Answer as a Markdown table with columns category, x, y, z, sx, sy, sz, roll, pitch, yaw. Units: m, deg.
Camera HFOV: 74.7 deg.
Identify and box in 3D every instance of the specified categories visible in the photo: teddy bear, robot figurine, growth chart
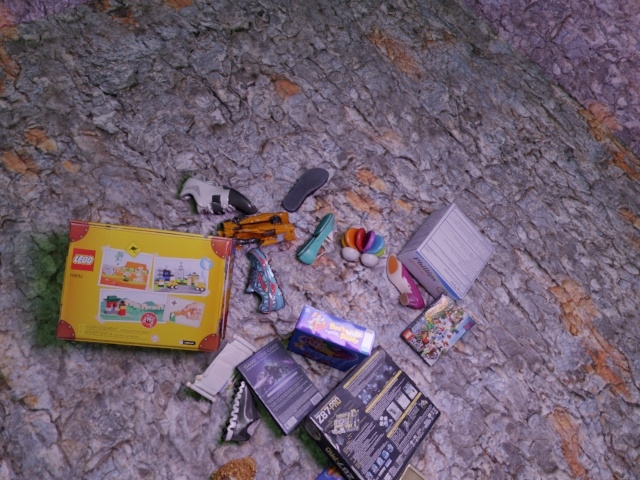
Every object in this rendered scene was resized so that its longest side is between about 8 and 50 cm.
| category | x | y | z | sx | sy | sz | roll | pitch | yaw |
| --- | --- | --- | --- | --- | --- | --- | --- | --- | --- |
| teddy bear | -0.238 | 0.823 | 1.223 | 0.245 | 0.113 | 0.338 | -15 | 67 | 31 |
| robot figurine | -0.253 | -0.036 | 1.635 | 0.291 | 0.085 | 0.211 | -10 | 32 | -11 |
| growth chart | -0.317 | 0.432 | 1.411 | 0.021 | 0.172 | 0.237 | 20 | 59 | 43 |

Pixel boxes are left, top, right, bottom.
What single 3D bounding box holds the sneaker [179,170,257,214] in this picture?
| category | x | y | z | sx | sy | sz | roll | pitch | yaw |
| --- | --- | --- | --- | --- | --- | --- | --- | --- | --- |
| sneaker | -0.411 | -0.148 | 1.675 | 0.331 | 0.122 | 0.146 | 23 | 70 | 15 |

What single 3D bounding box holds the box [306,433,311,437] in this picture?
| category | x | y | z | sx | sy | sz | roll | pitch | yaw |
| --- | --- | --- | --- | --- | --- | --- | --- | --- | --- |
| box | 0.045 | 0.630 | 1.438 | 0.116 | 0.029 | 0.162 | 34 | 64 | 8 |

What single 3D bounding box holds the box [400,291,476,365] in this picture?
| category | x | y | z | sx | sy | sz | roll | pitch | yaw |
| --- | --- | --- | --- | --- | --- | --- | --- | --- | --- |
| box | 0.439 | 0.330 | 1.577 | 0.233 | 0.044 | 0.159 | -46 | 79 | 3 |

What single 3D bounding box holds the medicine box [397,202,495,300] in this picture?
| category | x | y | z | sx | sy | sz | roll | pitch | yaw |
| --- | --- | --- | --- | --- | --- | --- | --- | --- | --- |
| medicine box | 0.502 | 0.050 | 1.675 | 0.263 | 0.149 | 0.289 | 47 | 66 | -7 |

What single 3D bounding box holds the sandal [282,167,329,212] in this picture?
| category | x | y | z | sx | sy | sz | roll | pitch | yaw |
| --- | --- | --- | --- | --- | --- | --- | --- | --- | --- |
| sandal | -0.066 | -0.219 | 1.803 | 0.097 | 0.054 | 0.254 | 41 | 75 | 18 |

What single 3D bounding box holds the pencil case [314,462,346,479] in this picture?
| category | x | y | z | sx | sy | sz | roll | pitch | yaw |
| --- | --- | --- | --- | --- | --- | --- | --- | --- | --- |
| pencil case | -0.008 | 0.823 | 1.292 | 0.306 | 0.133 | 0.119 | -37 | 36 | -23 |

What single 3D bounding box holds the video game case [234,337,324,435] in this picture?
| category | x | y | z | sx | sy | sz | roll | pitch | yaw |
| --- | --- | --- | --- | --- | --- | --- | --- | --- | --- |
| video game case | -0.135 | 0.490 | 1.434 | 0.274 | 0.026 | 0.196 | 48 | 44 | 14 |

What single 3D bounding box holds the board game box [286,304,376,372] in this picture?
| category | x | y | z | sx | sy | sz | roll | pitch | yaw |
| --- | --- | --- | --- | --- | --- | --- | --- | --- | --- |
| board game box | 0.021 | 0.336 | 1.392 | 0.233 | 0.347 | 0.078 | 21 | 63 | 0 |

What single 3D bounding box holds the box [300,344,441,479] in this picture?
| category | x | y | z | sx | sy | sz | roll | pitch | yaw |
| --- | --- | --- | --- | --- | --- | --- | --- | --- | --- |
| box | 0.177 | 0.583 | 1.381 | 0.318 | 0.097 | 0.395 | 48 | 48 | 11 |

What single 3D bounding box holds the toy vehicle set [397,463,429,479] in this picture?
| category | x | y | z | sx | sy | sz | roll | pitch | yaw |
| --- | --- | --- | --- | --- | --- | --- | --- | --- | --- |
| toy vehicle set | 0.346 | 0.888 | 1.364 | 0.267 | 0.035 | 0.166 | 39 | 65 | 9 |

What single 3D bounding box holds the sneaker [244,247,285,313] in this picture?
| category | x | y | z | sx | sy | sz | roll | pitch | yaw |
| --- | --- | --- | --- | --- | --- | --- | --- | --- | --- |
| sneaker | -0.231 | 0.149 | 1.572 | 0.125 | 0.104 | 0.261 | -22 | 71 | -16 |

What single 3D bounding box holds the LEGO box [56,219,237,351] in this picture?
| category | x | y | z | sx | sy | sz | roll | pitch | yaw |
| --- | --- | --- | --- | --- | --- | --- | --- | --- | --- |
| LEGO box | -0.559 | 0.147 | 1.400 | 0.500 | 0.193 | 0.372 | 7 | 89 | -6 |

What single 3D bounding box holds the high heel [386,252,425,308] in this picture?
| category | x | y | z | sx | sy | sz | roll | pitch | yaw |
| --- | --- | --- | --- | --- | --- | --- | --- | --- | --- |
| high heel | 0.347 | 0.160 | 1.693 | 0.117 | 0.082 | 0.244 | 15 | 43 | -38 |

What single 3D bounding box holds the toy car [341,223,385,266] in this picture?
| category | x | y | z | sx | sy | sz | roll | pitch | yaw |
| --- | --- | --- | --- | --- | --- | --- | --- | --- | --- |
| toy car | 0.178 | 0.006 | 1.685 | 0.182 | 0.136 | 0.159 | 18 | 64 | -1 |

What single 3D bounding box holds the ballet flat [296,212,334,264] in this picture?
| category | x | y | z | sx | sy | sz | roll | pitch | yaw |
| --- | --- | --- | --- | --- | --- | --- | --- | --- | --- |
| ballet flat | 0.000 | 0.000 | 1.701 | 0.087 | 0.083 | 0.247 | 44 | 64 | -15 |

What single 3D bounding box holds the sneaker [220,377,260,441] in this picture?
| category | x | y | z | sx | sy | sz | roll | pitch | yaw |
| --- | --- | --- | --- | --- | --- | --- | --- | --- | --- |
| sneaker | -0.247 | 0.555 | 1.401 | 0.106 | 0.078 | 0.234 | 22 | 57 | -14 |
